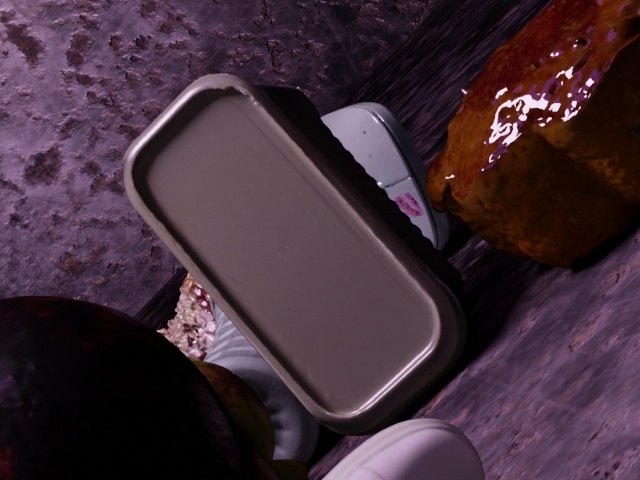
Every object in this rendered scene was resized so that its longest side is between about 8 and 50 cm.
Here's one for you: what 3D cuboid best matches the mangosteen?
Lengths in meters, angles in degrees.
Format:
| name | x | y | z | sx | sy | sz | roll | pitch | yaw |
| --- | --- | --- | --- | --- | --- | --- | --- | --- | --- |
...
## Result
| name | x | y | z | sx | sy | sz | roll | pitch | yaw |
| --- | --- | --- | --- | --- | --- | --- | --- | --- | --- |
| mangosteen | -0.176 | 0.171 | 1.318 | 0.297 | 0.297 | 0.313 | -42 | 11 | 26 |

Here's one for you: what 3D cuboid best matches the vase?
| name | x | y | z | sx | sy | sz | roll | pitch | yaw |
| --- | --- | --- | --- | --- | --- | --- | --- | --- | --- |
| vase | -0.045 | 0.094 | 1.634 | 0.143 | 0.143 | 0.299 | -43 | 10 | 17 |

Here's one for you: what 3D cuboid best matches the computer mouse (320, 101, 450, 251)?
| name | x | y | z | sx | sy | sz | roll | pitch | yaw |
| --- | --- | --- | --- | --- | --- | --- | --- | --- | --- |
| computer mouse | 0.024 | -0.035 | 1.816 | 0.097 | 0.159 | 0.288 | -25 | 3 | -13 |

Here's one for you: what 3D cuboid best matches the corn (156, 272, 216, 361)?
| name | x | y | z | sx | sy | sz | roll | pitch | yaw |
| --- | --- | --- | --- | --- | --- | --- | --- | --- | --- |
| corn | -0.113 | 0.106 | 1.838 | 0.290 | 0.098 | 0.098 | -64 | 10 | -7 |

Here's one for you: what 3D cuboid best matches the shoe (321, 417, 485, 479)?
| name | x | y | z | sx | sy | sz | roll | pitch | yaw |
| --- | --- | --- | --- | --- | --- | --- | --- | --- | --- |
| shoe | 0.017 | 0.193 | 0.923 | 0.265 | 0.095 | 0.110 | -54 | 16 | -23 |

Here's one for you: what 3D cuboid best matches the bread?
| name | x | y | z | sx | sy | sz | roll | pitch | yaw |
| --- | --- | --- | --- | --- | --- | --- | --- | --- | --- |
| bread | 0.181 | -0.090 | 1.366 | 0.247 | 0.135 | 0.232 | -44 | 8 | 5 |

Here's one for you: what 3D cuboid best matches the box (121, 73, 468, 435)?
| name | x | y | z | sx | sy | sz | roll | pitch | yaw |
| --- | --- | --- | --- | --- | --- | --- | --- | --- | --- |
| box | 0.000 | 0.000 | 1.469 | 0.138 | 0.274 | 0.178 | -42 | -6 | 16 |
